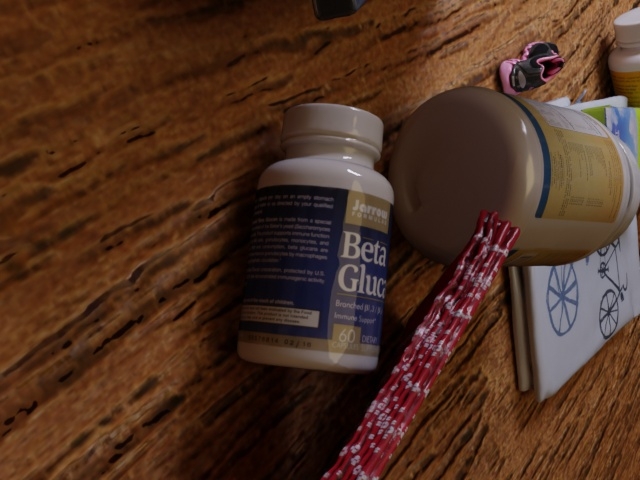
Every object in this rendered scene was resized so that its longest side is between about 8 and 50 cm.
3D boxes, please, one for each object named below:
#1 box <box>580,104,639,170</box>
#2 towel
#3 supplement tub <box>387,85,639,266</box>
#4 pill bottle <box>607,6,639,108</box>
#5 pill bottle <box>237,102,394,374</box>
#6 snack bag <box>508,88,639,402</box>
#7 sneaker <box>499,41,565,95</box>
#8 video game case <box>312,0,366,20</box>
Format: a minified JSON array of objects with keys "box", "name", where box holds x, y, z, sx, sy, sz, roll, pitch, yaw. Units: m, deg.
[{"box":[0.360,-0.105,0.860,0.178,0.042,0.109,-10,97,-47],"name":"box"},{"box":[0.037,0.118,0.485,0.275,0.031,0.199,-51,169,-35],"name":"towel"},{"box":[0.172,-0.049,0.621,0.200,0.144,0.144,1,88,-41],"name":"supplement tub"},{"box":[0.464,-0.207,0.977,0.117,0.117,0.215,-43,120,-39],"name":"pill bottle"},{"box":[0.000,0.000,0.480,0.094,0.094,0.169,14,79,-47],"name":"pill bottle"},{"box":[0.315,-0.017,0.871,0.343,0.037,0.323,-19,104,-46],"name":"snack bag"},{"box":[0.242,-0.189,0.779,0.119,0.057,0.047,-40,116,-42],"name":"sneaker"},{"box":[0.011,-0.251,0.438,0.274,0.026,0.196,-71,151,-65],"name":"video game case"}]
